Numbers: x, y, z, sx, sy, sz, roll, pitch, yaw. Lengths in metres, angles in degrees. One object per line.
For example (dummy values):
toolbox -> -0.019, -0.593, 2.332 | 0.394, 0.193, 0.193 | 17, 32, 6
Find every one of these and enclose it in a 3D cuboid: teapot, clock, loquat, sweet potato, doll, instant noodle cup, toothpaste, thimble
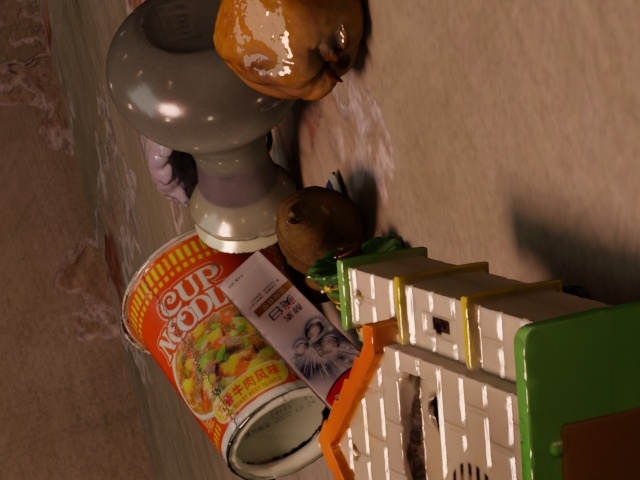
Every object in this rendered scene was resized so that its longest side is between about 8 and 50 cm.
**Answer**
teapot -> -0.090, -0.107, 1.417 | 0.251, 0.183, 0.183 | 79, 170, -46
clock -> 0.098, 0.124, 0.861 | 0.255, 0.106, 0.220 | -163, 66, -64
loquat -> -0.022, -0.172, 1.217 | 0.137, 0.113, 0.137 | -5, 83, 53
sweet potato -> 0.001, -0.001, 1.321 | 0.269, 0.075, 0.075 | 77, 177, -73
doll -> 0.052, 0.047, 1.217 | 0.113, 0.076, 0.078 | 52, -163, -11
instant noodle cup -> -0.074, 0.119, 1.521 | 0.193, 0.193, 0.212 | 93, 152, -45
toothpaste -> 0.005, -0.009, 1.397 | 0.140, 0.021, 0.037 | 105, 149, -55
thimble -> -0.127, -0.120, 1.602 | 0.151, 0.127, 0.118 | 88, 165, -50

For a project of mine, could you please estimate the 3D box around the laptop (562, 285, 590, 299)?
laptop -> 0.133, 0.138, 0.931 | 0.154, 0.026, 0.207 | -24, 77, 60

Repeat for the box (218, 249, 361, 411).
box -> -0.015, 0.087, 1.371 | 0.218, 0.055, 0.039 | 42, 173, 45
